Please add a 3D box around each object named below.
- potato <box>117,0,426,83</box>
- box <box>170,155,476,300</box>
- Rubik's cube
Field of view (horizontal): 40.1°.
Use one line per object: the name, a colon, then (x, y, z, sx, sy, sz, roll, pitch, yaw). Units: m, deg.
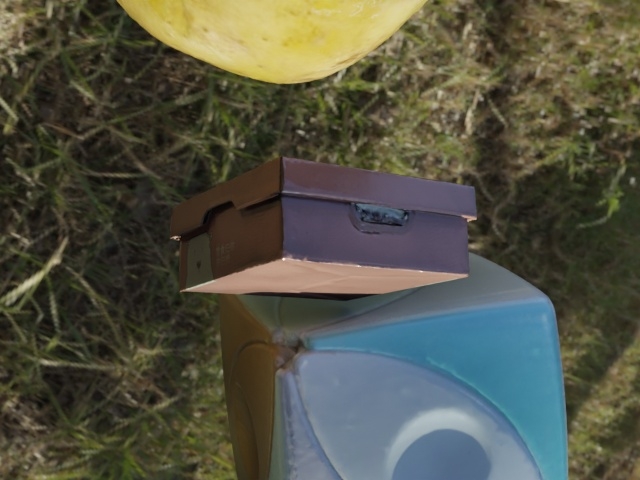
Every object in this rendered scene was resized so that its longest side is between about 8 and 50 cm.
potato: (-0.054, -0.222, 0.613, 0.242, 0.285, 0.242, -62, -172, 16)
box: (0.000, 0.000, 0.818, 0.215, 0.215, 0.086, 6, 77, -33)
Rubik's cube: (0.075, 0.207, 1.093, 0.352, 0.347, 0.352, -6, 101, -17)
